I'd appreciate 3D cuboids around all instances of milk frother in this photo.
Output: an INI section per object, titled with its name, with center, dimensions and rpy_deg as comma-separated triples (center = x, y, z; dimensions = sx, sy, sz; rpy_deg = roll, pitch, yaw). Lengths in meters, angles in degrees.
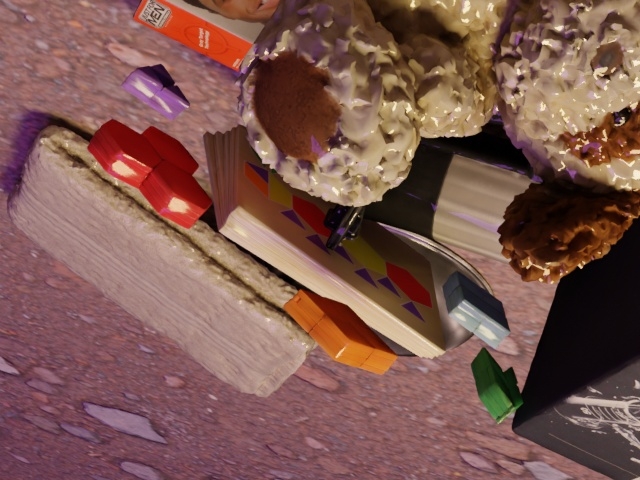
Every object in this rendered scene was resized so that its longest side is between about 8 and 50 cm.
[milk frother]
center = 0.085, -0.022, 1.236
dimensions = 0.135, 0.143, 0.129
rpy_deg = 18, 149, 13

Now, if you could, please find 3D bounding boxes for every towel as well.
[towel]
center = -0.127, 0.020, 1.574
dimensions = 0.282, 0.049, 0.187
rpy_deg = 36, 156, -3

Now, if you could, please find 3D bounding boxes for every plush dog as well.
[plush dog]
center = 0.110, -0.111, 0.980
dimensions = 0.225, 0.262, 0.210
rpy_deg = 33, -171, -3

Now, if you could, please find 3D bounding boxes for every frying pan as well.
[frying pan]
center = -0.019, 0.028, 1.562
dimensions = 0.326, 0.053, 0.197
rpy_deg = 10, 153, 19

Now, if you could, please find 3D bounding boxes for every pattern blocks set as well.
[pattern blocks set]
center = 0.000, 0.000, 1.254
dimensions = 0.325, 0.285, 0.026
rpy_deg = 38, 109, -9

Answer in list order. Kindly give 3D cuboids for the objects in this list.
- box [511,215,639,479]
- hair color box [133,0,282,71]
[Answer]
[box]
center = 0.347, 0.078, 1.189
dimensions = 0.343, 0.179, 0.312
rpy_deg = 25, 158, -8
[hair color box]
center = -0.034, -0.139, 1.176
dimensions = 0.141, 0.072, 0.043
rpy_deg = 25, 157, -9
